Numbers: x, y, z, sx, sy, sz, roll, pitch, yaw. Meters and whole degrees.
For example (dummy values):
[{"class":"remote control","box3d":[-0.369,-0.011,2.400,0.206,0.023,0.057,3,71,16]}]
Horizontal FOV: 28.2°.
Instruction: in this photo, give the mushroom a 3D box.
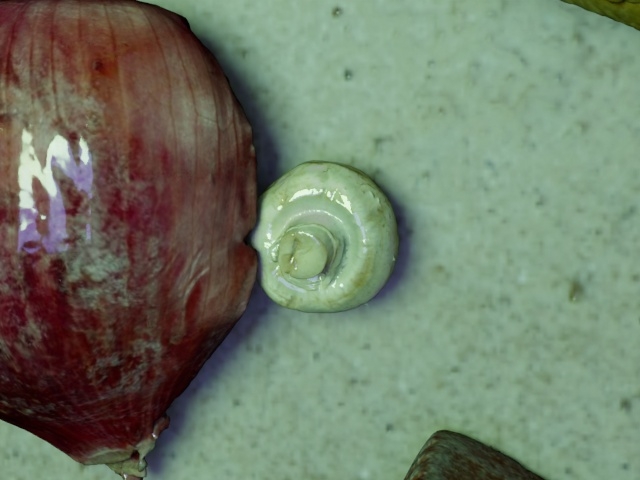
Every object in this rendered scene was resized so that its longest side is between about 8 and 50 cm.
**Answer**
[{"class":"mushroom","box3d":[0.000,0.000,0.674,0.083,0.067,0.084,5,109,13]}]

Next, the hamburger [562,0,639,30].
[{"class":"hamburger","box3d":[0.161,-0.200,0.569,0.308,0.132,0.211,17,102,7]}]

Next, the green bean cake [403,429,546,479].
[{"class":"green bean cake","box3d":[0.096,0.165,0.651,0.135,0.135,0.056,29,109,6]}]

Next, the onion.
[{"class":"onion","box3d":[-0.146,0.013,0.672,0.227,0.120,0.284,-6,103,28]}]
